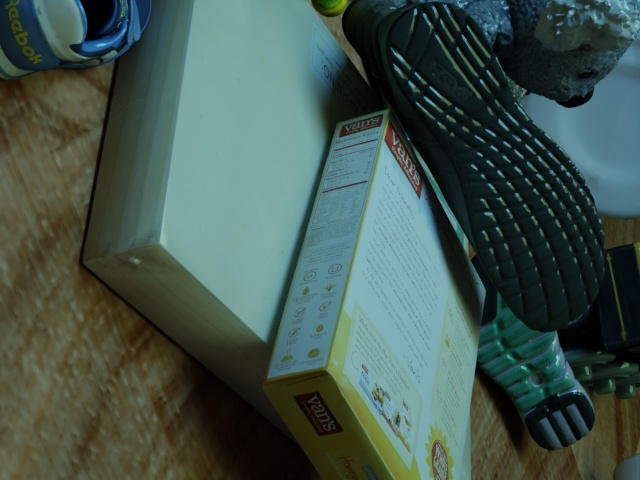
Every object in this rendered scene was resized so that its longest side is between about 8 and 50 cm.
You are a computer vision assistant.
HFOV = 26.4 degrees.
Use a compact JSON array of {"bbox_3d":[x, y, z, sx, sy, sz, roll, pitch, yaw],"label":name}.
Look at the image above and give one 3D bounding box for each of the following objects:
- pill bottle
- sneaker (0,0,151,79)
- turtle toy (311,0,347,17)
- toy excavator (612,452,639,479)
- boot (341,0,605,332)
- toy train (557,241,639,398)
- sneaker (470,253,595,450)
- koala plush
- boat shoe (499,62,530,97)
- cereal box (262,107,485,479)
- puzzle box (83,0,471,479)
[{"bbox_3d":[0.377,-0.183,1.598,0.392,0.224,0.224,-42,116,-63],"label":"pill bottle"},{"bbox_3d":[-0.116,-0.117,0.701,0.053,0.059,0.144,68,25,-12],"label":"sneaker"},{"bbox_3d":[-0.017,-0.213,0.929,0.130,0.066,0.095,39,1,11],"label":"turtle toy"},{"bbox_3d":[0.486,0.406,1.559,0.433,0.445,0.222,113,-15,-52],"label":"toy excavator"},{"bbox_3d":[0.104,-0.064,0.942,0.246,0.083,0.161,61,-3,-14],"label":"boot"},{"bbox_3d":[0.339,0.079,1.415,0.334,0.190,0.142,23,58,-60],"label":"toy train"},{"bbox_3d":[0.173,0.086,1.224,0.098,0.083,0.223,-108,173,-60],"label":"sneaker"},{"bbox_3d":[0.164,-0.174,1.137,0.203,0.221,0.196,69,26,-15],"label":"koala plush"},{"bbox_3d":[0.192,-0.179,1.401,0.183,0.066,0.066,-51,129,-49],"label":"boat shoe"},{"bbox_3d":[0.043,0.056,0.838,0.173,0.047,0.240,60,28,-32],"label":"cereal box"},{"bbox_3d":[0.000,0.000,0.898,0.409,0.052,0.272,48,36,-46],"label":"puzzle box"}]
